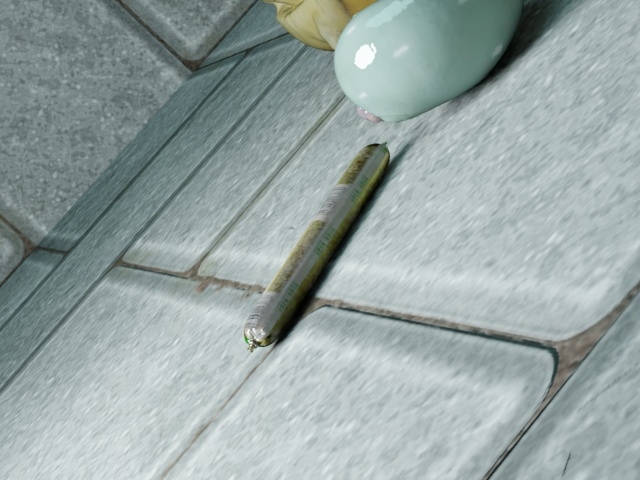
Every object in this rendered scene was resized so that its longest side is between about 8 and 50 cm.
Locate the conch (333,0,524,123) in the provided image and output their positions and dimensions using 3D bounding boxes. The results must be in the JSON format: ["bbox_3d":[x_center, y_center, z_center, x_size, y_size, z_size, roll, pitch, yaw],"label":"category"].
[{"bbox_3d":[0.104,-0.195,1.398,0.221,0.121,0.185,-44,20,-24],"label":"conch"}]

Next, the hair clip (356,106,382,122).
[{"bbox_3d":[0.135,-0.250,1.578,0.300,0.069,0.173,-50,16,-13],"label":"hair clip"}]

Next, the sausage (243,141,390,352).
[{"bbox_3d":[0.000,0.000,1.351,0.033,0.033,0.269,-30,21,50],"label":"sausage"}]

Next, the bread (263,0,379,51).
[{"bbox_3d":[0.011,-0.416,1.904,0.253,0.348,0.376,-34,8,-13],"label":"bread"}]
